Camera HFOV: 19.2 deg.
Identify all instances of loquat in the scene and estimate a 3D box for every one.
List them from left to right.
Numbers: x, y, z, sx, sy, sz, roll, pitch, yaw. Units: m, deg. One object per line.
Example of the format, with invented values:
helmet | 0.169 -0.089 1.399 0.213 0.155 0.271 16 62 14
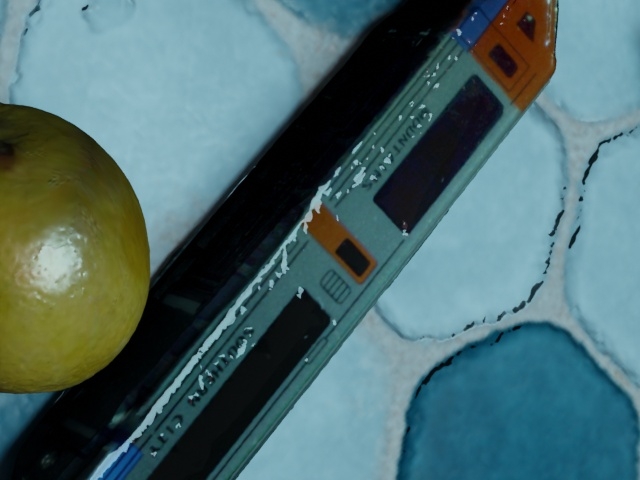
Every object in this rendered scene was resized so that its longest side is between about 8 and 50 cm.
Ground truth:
loquat | -0.147 0.005 0.894 0.141 0.141 0.141 -2 94 -26

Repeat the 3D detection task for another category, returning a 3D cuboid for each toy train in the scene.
toy train | 0.000 0.000 0.990 0.089 0.086 0.409 46 73 -22
